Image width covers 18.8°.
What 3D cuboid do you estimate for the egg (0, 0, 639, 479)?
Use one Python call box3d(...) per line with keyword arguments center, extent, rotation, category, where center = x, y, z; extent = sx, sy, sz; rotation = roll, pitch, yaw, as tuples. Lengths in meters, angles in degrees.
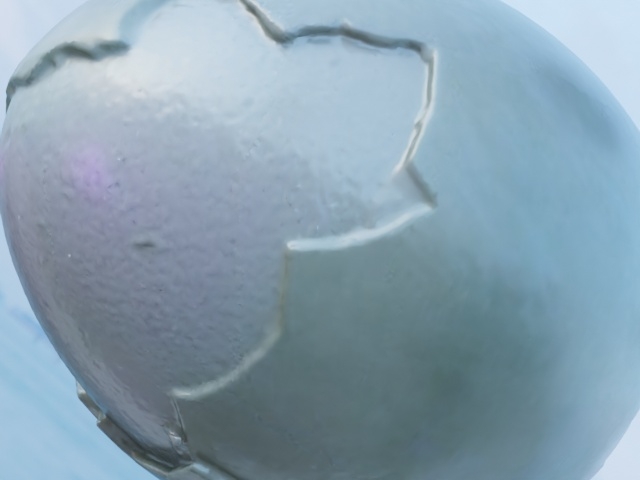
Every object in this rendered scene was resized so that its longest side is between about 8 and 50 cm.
box3d(center=(0.000, 0.000, 0.921), extent=(0.336, 0.278, 0.278), rotation=(19, 3, -27), category="egg")
